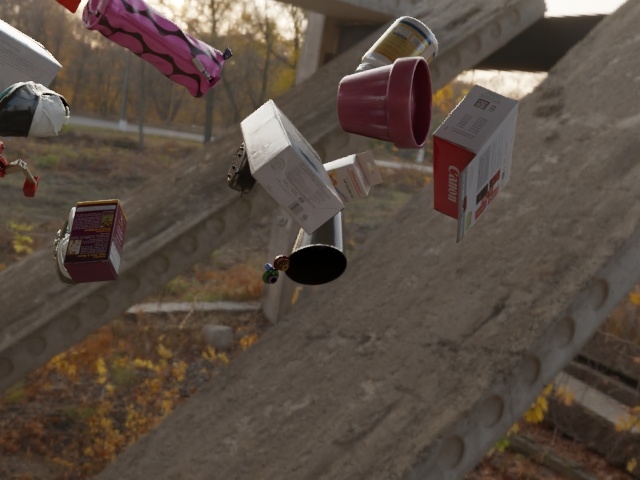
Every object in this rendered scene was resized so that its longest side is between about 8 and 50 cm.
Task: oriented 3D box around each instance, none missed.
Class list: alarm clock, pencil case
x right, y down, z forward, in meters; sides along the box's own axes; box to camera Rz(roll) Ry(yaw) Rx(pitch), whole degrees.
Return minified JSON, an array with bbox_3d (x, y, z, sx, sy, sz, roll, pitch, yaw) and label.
[{"bbox_3d":[-0.190,-0.192,1.726,0.064,0.129,0.192,23,20,-16],"label":"alarm clock"},{"bbox_3d":[-0.241,-0.295,1.008,0.209,0.095,0.098,27,21,-33],"label":"pencil case"}]

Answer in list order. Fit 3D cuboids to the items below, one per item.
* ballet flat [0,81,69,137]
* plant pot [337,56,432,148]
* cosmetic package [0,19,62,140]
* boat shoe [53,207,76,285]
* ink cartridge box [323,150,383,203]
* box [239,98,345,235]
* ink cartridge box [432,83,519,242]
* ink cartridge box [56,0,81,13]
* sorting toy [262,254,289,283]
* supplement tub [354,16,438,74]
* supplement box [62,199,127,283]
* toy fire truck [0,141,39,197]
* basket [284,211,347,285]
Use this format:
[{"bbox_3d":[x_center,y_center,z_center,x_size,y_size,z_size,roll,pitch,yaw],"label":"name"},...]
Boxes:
[{"bbox_3d":[-0.500,-0.233,1.221,0.096,0.095,0.280,18,15,-15],"label":"ballet flat"},{"bbox_3d":[0.142,-0.308,1.549,0.180,0.201,0.201,4,7,22],"label":"plant pot"},{"bbox_3d":[-0.767,-0.390,1.572,0.138,0.224,0.224,46,9,35],"label":"cosmetic package"},{"bbox_3d":[-0.632,0.029,1.769,0.109,0.091,0.305,27,23,-27],"label":"boat shoe"},{"bbox_3d":[0.062,-0.159,1.825,0.181,0.104,0.061,-16,26,22],"label":"ink cartridge box"},{"bbox_3d":[-0.062,-0.150,1.328,0.169,0.087,0.290,47,10,-26],"label":"box"},{"bbox_3d":[0.377,-0.190,1.772,0.130,0.272,0.309,30,-25,26],"label":"ink cartridge box"},{"bbox_3d":[-0.514,-0.674,1.275,0.308,0.385,0.091,39,23,12],"label":"ink cartridge box"},{"bbox_3d":[-0.124,0.088,1.920,0.061,0.102,0.042,20,20,-40],"label":"sorting toy"},{"bbox_3d":[0.201,-0.479,1.832,0.144,0.199,0.144,40,-11,9],"label":"supplement tub"},{"bbox_3d":[-0.525,0.001,1.614,0.104,0.080,0.188,-4,52,1],"label":"supplement box"},{"bbox_3d":[-0.836,-0.196,1.838,0.135,0.047,0.192,9,-33,-9],"label":"toy fire truck"},{"bbox_3d":[0.000,0.000,2.105,0.205,0.154,0.226,-23,35,28],"label":"basket"}]
